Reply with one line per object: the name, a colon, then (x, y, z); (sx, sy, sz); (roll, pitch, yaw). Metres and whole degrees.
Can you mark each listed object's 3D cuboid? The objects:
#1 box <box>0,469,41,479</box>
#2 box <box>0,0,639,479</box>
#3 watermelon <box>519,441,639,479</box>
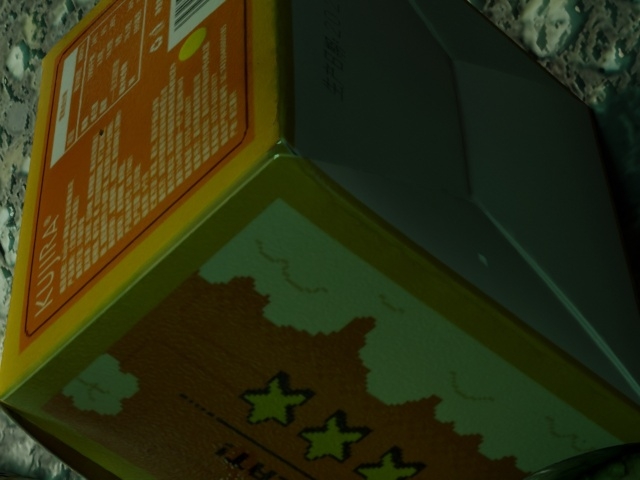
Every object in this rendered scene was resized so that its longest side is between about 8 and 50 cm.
box: (-0.283, 0.173, 1.362); (0.207, 0.050, 0.041); (6, 87, 40)
box: (0.000, 0.000, 0.977); (0.214, 0.259, 0.283); (-38, 31, 25)
watermelon: (0.106, 0.250, 0.860); (0.189, 0.331, 0.331); (-11, 72, 54)
